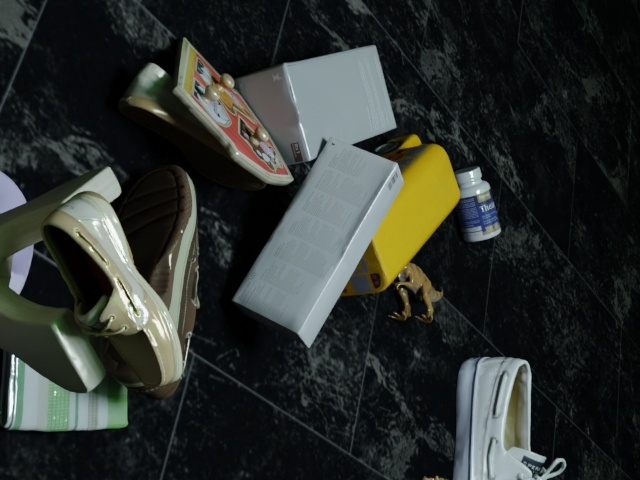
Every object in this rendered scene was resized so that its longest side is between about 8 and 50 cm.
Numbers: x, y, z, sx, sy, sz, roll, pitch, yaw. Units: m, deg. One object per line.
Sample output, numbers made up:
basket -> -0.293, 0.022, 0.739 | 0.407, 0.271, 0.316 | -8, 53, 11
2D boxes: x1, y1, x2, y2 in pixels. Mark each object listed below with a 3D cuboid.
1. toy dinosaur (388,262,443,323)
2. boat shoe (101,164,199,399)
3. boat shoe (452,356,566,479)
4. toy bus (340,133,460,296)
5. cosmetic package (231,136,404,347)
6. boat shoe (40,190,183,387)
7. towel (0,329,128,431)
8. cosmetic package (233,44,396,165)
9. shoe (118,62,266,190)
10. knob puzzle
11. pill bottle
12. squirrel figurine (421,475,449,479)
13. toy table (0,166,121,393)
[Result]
toy dinosaur -> 0.152, 0.074, 1.505 | 0.211, 0.064, 0.112 | 40, 50, -44
boat shoe -> -0.168, 0.044, 1.025 | 0.095, 0.095, 0.257 | 60, 29, -51
boat shoe -> 0.309, 0.365, 1.580 | 0.136, 0.156, 0.367 | 28, 59, -49
toy bus -> 0.096, -0.048, 1.392 | 0.332, 0.130, 0.108 | -45, 119, -50
cosmetic package -> 0.000, 0.000, 1.191 | 0.239, 0.099, 0.060 | -59, 158, -14
boat shoe -> -0.168, 0.048, 0.776 | 0.059, 0.063, 0.170 | -38, 104, -51
towel -> -0.245, 0.128, 0.959 | 0.152, 0.023, 0.113 | 16, 71, -55
cosmetic package -> -0.005, -0.178, 1.306 | 0.238, 0.107, 0.127 | -23, 102, -52
shoe -> -0.133, -0.124, 1.126 | 0.219, 0.076, 0.058 | 35, 61, -44
knob puzzle -> -0.090, -0.139, 1.132 | 0.213, 0.030, 0.213 | 48, 15, -17
pill bottle -> 0.263, -0.063, 1.694 | 0.067, 0.067, 0.120 | -32, 108, -54
squirrel figurine -> 0.147, 0.514, 1.277 | 0.370, 0.281, 0.397 | 3, 66, -45
toy table -> -0.291, 0.023, 0.792 | 0.252, 0.161, 0.274 | 58, 39, -30
